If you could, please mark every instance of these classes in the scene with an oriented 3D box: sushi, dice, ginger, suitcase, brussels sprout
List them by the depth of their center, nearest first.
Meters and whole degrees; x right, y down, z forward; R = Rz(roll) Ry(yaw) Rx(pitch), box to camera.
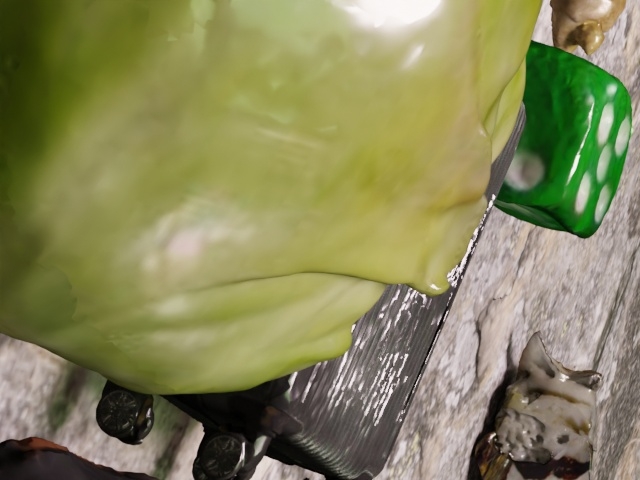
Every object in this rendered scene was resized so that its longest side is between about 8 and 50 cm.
[{"bbox_3d":[-0.049,-0.101,0.680,0.328,0.247,0.328,-35,148,-26],"label":"brussels sprout"},{"bbox_3d":[0.000,0.000,0.976,0.312,0.128,0.202,-65,155,-11],"label":"suitcase"},{"bbox_3d":[0.152,-0.077,1.233,0.131,0.128,0.120,20,88,-65],"label":"dice"},{"bbox_3d":[0.225,-0.251,1.286,0.137,0.074,0.213,-106,-146,-51],"label":"ginger"},{"bbox_3d":[0.205,0.213,1.600,0.109,0.134,0.272,-28,116,-77],"label":"sushi"}]

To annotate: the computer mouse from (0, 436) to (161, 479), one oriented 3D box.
[{"bbox_3d":[-0.132,0.202,0.869,0.323,0.116,0.183,36,77,-57],"label":"computer mouse"}]
